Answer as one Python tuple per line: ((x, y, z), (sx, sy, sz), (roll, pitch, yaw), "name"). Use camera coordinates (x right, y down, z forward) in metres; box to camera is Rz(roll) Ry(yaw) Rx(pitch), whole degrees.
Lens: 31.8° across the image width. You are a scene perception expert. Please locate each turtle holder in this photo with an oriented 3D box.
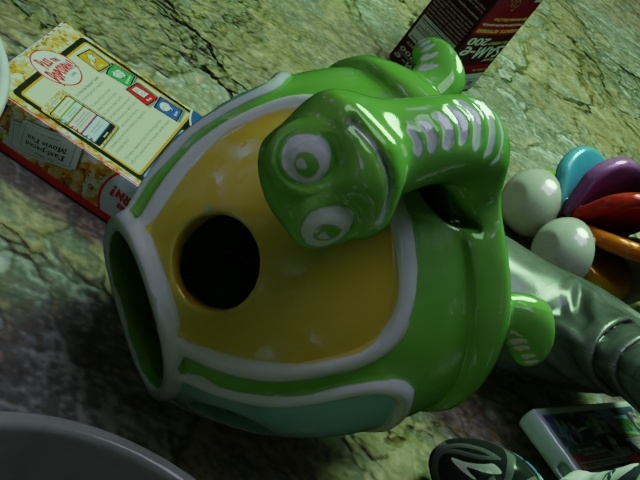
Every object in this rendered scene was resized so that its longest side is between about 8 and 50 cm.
((0.001, 0.017, 0.684), (0.227, 0.244, 0.320), (-15, 15, -19), "turtle holder")

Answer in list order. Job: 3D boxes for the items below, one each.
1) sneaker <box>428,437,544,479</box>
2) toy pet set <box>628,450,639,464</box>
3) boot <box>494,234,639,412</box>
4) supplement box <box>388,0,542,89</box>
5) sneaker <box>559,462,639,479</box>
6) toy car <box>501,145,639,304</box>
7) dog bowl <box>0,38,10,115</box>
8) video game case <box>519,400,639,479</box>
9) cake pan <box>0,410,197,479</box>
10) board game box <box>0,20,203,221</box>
((0.123, 0.188, 0.750), (0.078, 0.067, 0.188), (38, 9, -32), "sneaker")
((0.333, 0.215, 0.920), (0.114, 0.065, 0.122), (23, 31, -35), "toy pet set")
((0.197, 0.075, 0.895), (0.338, 0.118, 0.222), (12, 12, -35), "boot")
((0.202, -0.289, 1.357), (0.073, 0.239, 0.130), (49, 32, 17), "supplement box")
((0.221, 0.262, 0.779), (0.094, 0.153, 0.235), (-26, 103, -37), "sneaker")
((0.295, -0.026, 1.198), (0.159, 0.136, 0.182), (13, 38, -36), "toy car")
((-0.330, -0.107, 0.672), (0.264, 0.104, 0.265), (27, 32, -18), "dog bowl")
((0.270, 0.215, 0.937), (0.201, 0.023, 0.183), (7, 42, -51), "video game case")
((-0.122, 0.210, 0.511), (0.293, 0.054, 0.293), (27, 32, -18), "cake pan")
((-0.158, -0.080, 0.879), (0.193, 0.045, 0.147), (35, 30, -5), "board game box")
